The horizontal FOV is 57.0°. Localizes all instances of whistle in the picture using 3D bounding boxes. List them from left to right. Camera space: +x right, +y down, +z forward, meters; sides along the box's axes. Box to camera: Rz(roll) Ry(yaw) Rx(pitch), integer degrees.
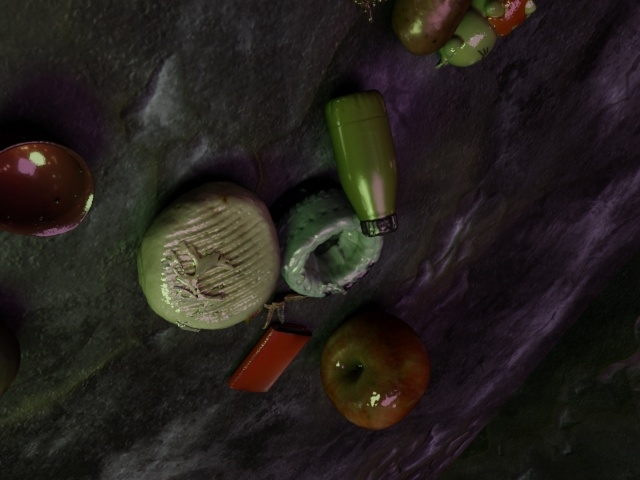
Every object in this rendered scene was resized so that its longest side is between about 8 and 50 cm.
[{"bbox_3d":[0.317,-0.421,1.076,0.288,0.106,0.131,-43,180,12],"label":"whistle"}]

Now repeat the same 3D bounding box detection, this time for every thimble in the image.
[{"bbox_3d":[0.000,0.000,1.210,0.237,0.150,0.237,-20,136,-20],"label":"thimble"}]

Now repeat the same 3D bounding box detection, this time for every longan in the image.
[{"bbox_3d":[-0.579,0.198,0.955,0.189,0.189,0.189,-21,137,-21],"label":"longan"}]

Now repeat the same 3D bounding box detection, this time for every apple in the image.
[{"bbox_3d":[0.152,0.333,1.534,0.302,0.301,0.301,-21,137,-21],"label":"apple"}]

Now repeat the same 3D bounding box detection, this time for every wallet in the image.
[{"bbox_3d":[-0.126,0.292,1.468,0.142,0.045,0.204,19,115,-47],"label":"wallet"}]

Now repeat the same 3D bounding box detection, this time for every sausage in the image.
[{"bbox_3d":[0.234,-0.532,0.912,0.136,0.123,0.500,11,125,-9],"label":"sausage"}]

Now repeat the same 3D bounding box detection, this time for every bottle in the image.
[{"bbox_3d":[0.085,-0.137,1.082,0.112,0.112,0.260,-16,99,-25],"label":"bottle"}]

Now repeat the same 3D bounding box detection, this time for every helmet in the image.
[{"bbox_3d":[-0.412,-0.095,0.842,0.155,0.106,0.175,-39,144,-1],"label":"helmet"}]

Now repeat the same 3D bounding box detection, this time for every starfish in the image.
[{"bbox_3d":[-0.086,0.147,1.369,0.130,0.041,0.133,-28,154,-26],"label":"starfish"}]

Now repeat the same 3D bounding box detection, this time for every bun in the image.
[{"bbox_3d":[-0.203,0.028,1.070,0.273,0.168,0.272,-9,109,-27],"label":"bun"}]

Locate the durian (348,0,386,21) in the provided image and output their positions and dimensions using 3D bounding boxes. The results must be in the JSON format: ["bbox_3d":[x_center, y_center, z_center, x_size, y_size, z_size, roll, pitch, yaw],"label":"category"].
[{"bbox_3d":[0.088,-0.429,0.919,0.148,0.091,0.188,-21,139,-21],"label":"durian"}]

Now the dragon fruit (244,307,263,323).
[{"bbox_3d":[-0.160,0.130,1.266,0.086,0.081,0.116,-16,135,-40],"label":"dragon fruit"}]
